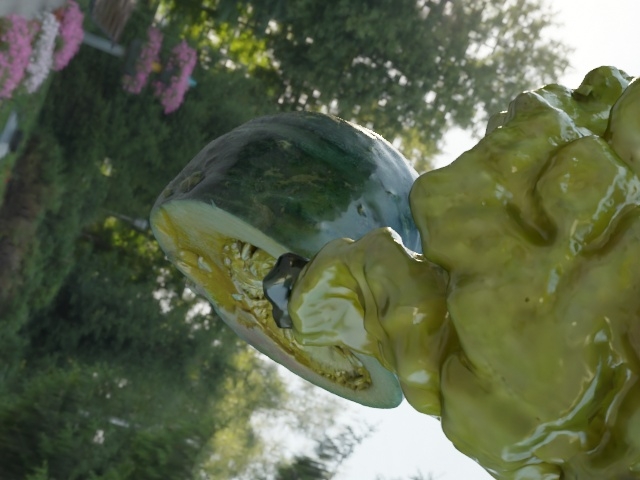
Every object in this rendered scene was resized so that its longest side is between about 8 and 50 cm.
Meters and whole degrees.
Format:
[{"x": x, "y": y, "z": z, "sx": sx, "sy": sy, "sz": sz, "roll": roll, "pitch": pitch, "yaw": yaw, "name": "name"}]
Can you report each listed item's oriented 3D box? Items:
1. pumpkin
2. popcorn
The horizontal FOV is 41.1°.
[{"x": 0.000, "y": 0.000, "z": 0.853, "sx": 0.263, "sy": 0.293, "sz": 0.197, "roll": 8, "pitch": -130, "yaw": 42, "name": "pumpkin"}, {"x": 0.155, "y": 0.029, "z": 0.493, "sx": 0.293, "sy": 0.293, "sz": 0.237, "roll": -64, "pitch": -150, "yaw": 19, "name": "popcorn"}]
